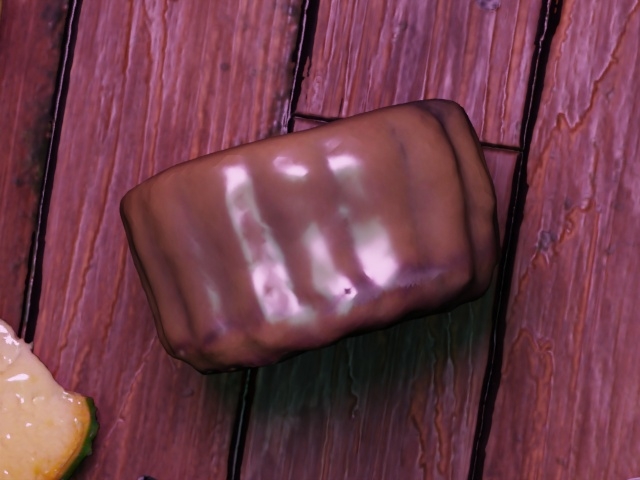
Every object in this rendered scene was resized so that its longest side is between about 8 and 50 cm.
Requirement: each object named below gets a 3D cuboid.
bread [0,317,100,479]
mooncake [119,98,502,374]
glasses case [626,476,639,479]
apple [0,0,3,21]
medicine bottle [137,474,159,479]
[{"bbox_3d":[-0.320,0.196,1.581,0.174,0.133,0.251,44,50,2],"label":"bread"},{"bbox_3d":[0.000,0.000,1.477,0.290,0.290,0.161,-16,88,6],"label":"mooncake"},{"bbox_3d":[0.226,0.282,1.563,0.076,0.049,0.197,39,93,5],"label":"glasses case"},{"bbox_3d":[-0.352,-0.204,1.568,0.200,0.200,0.200,0,89,6],"label":"apple"},{"bbox_3d":[-0.135,0.284,1.553,0.147,0.147,0.143,42,90,5],"label":"medicine bottle"}]
